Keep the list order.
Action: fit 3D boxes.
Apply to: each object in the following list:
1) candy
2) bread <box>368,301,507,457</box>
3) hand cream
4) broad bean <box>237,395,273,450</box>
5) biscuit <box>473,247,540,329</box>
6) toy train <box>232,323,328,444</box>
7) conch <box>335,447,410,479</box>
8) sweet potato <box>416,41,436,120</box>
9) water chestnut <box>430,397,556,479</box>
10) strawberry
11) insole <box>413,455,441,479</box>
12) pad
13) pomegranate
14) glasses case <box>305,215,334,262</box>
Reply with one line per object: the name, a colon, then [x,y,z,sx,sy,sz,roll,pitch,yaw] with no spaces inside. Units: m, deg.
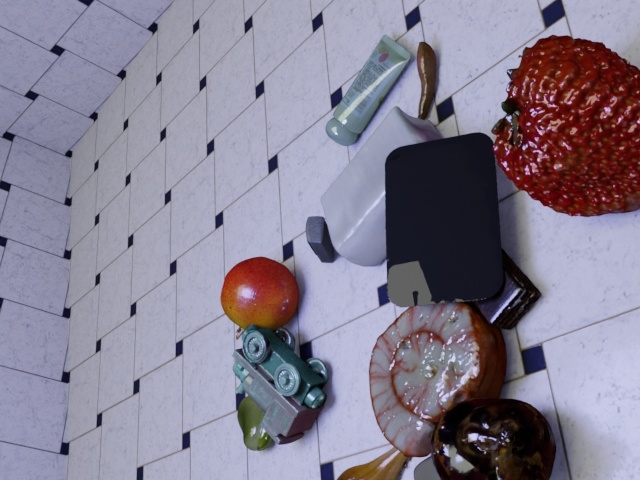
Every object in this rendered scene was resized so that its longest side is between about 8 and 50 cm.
candy: [0.157,-0.128,1.833,0.358,0.145,0.208,-49,42,29]
bread: [0.237,0.268,1.590,0.327,0.114,0.295,-52,36,24]
hand cream: [0.121,-0.398,2.032,0.305,0.093,0.147,-57,41,20]
broad bean: [-0.182,0.506,2.105,0.124,0.082,0.174,-58,40,25]
biscuit: [0.342,0.067,1.574,0.106,0.070,0.252,-56,39,22]
toy train: [-0.118,0.365,1.977,0.304,0.150,0.221,40,114,32]
conch: [0.104,0.536,1.698,0.330,0.093,0.109,-54,23,22]
sweet potato: [0.261,-0.391,1.880,0.050,0.050,0.214,-9,76,52]
water chestnut: [0.316,0.380,1.367,0.224,0.238,0.223,-6,53,9]
strawberry: [0.493,-0.190,1.350,0.351,0.267,0.312,26,129,25]
insole: [0.276,0.444,1.576,0.253,0.005,0.086,-51,41,29]
pad: [0.293,-0.042,1.592,0.315,0.063,0.375,-8,68,24]
pomegranate: [-0.175,0.172,2.121,0.221,0.221,0.256,17,98,55]
glasses case: [0.000,0.000,1.969,0.047,0.205,0.070,1,74,9]
